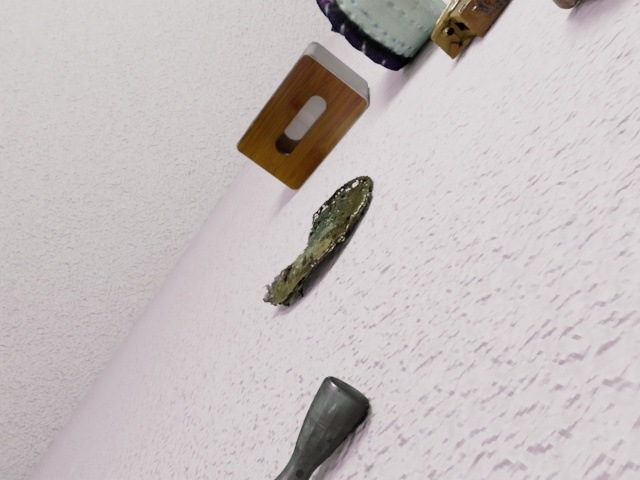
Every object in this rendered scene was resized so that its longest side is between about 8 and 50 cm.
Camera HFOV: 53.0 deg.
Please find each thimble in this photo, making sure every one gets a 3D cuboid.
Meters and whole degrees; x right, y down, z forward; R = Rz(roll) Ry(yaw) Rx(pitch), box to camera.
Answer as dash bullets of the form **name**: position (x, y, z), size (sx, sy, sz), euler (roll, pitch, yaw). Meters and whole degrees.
- **thimble**: position (0.109, -0.415, 1.115), size (0.150, 0.237, 0.237), euler (-41, 20, 31)

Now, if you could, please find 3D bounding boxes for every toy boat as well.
- **toy boat**: position (0.228, -0.341, 0.871), size (0.200, 0.057, 0.077), euler (-53, 19, 5)

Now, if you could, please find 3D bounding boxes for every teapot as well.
- **teapot**: position (-0.005, 0.167, 0.521), size (0.110, 0.043, 0.043), euler (-59, 14, 1)

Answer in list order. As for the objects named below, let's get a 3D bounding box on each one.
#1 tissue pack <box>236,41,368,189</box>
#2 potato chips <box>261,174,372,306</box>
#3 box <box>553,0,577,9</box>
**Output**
- **tissue pack**: position (-0.033, -0.255, 1.311), size (0.246, 0.159, 0.136), euler (-49, 14, 26)
- **potato chips**: position (-0.003, -0.003, 0.911), size (0.219, 0.029, 0.202), euler (-59, 18, -22)
- **box**: position (0.239, -0.291, 0.605), size (0.089, 0.122, 0.062), euler (-56, 26, -3)
